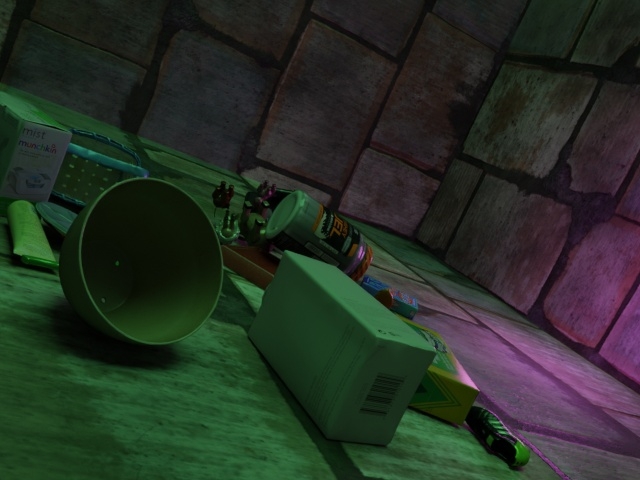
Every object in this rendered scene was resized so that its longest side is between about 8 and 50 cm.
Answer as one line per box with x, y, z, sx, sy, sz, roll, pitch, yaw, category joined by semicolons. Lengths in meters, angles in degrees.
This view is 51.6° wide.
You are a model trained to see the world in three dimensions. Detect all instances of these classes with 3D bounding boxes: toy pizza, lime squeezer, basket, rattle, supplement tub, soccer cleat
-0.557;-0.021;1.502;0.201;0.032;0.201;35;2;-2;toy pizza
-0.448;0.063;1.346;0.110;0.058;0.310;13;5;22;lime squeezer
-0.604;-0.186;1.740;0.255;0.201;0.289;21;-12;-25;basket
0.173;0.191;1.961;0.130;0.142;0.200;9;9;24;rattle
0.000;0.000;2.085;0.316;0.193;0.193;35;5;-23;supplement tub
0.373;0.420;1.435;0.072;0.060;0.179;13;18;-45;soccer cleat

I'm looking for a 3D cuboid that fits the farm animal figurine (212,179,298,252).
-0.213;-0.061;2.258;0.331;0.172;0.326;7;33;-18;farm animal figurine

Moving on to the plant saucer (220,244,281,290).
-0.167;0.079;1.969;0.259;0.047;0.258;28;10;24;plant saucer

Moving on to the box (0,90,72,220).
-0.730;-0.206;1.550;0.262;0.231;0.127;31;12;37;box

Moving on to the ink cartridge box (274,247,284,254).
-0.115;0.010;2.419;0.109;0.063;0.150;32;11;36;ink cartridge box

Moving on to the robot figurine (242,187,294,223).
-0.157;-0.111;2.551;0.278;0.173;0.209;9;3;-1;robot figurine

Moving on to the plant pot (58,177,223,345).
-0.341;0.048;1.167;0.191;0.284;0.284;-13;-19;40;plant pot

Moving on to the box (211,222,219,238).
-0.380;-0.020;1.838;0.158;0.093;0.156;22;10;-24;box

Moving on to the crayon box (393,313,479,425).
0.176;0.272;1.602;0.313;0.106;0.363;24;10;-9;crayon box

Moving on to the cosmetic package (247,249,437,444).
0.022;0.198;1.302;0.156;0.217;0.385;18;14;-33;cosmetic package

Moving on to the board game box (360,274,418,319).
0.239;0.198;2.335;0.210;0.047;0.160;26;9;2;board game box

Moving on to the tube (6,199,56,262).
-0.599;-0.010;1.354;0.070;0.062;0.240;-17;33;-25;tube
